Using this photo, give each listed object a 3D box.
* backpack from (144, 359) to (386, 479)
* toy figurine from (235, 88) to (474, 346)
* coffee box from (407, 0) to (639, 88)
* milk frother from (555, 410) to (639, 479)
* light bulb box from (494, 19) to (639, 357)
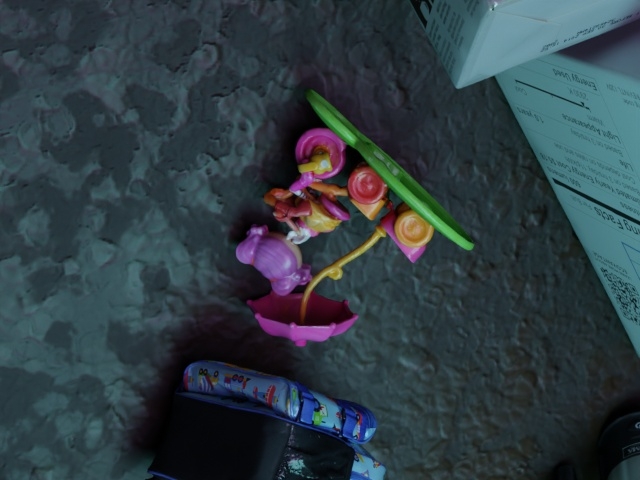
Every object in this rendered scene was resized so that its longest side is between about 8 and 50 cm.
[{"bbox_3d":[-0.022,0.172,1.270,0.173,0.158,0.116,25,78,-41],"label":"backpack"},{"bbox_3d":[0.000,0.000,1.254,0.173,0.130,0.159,43,97,-6],"label":"toy figurine"},{"bbox_3d":[0.105,-0.274,1.100,0.168,0.119,0.297,-23,72,-15],"label":"coffee box"},{"bbox_3d":[0.279,0.248,1.427,0.129,0.134,0.143,-25,116,21],"label":"milk frother"},{"bbox_3d":[0.346,-0.049,1.230,0.225,0.358,0.361,-36,117,-10],"label":"light bulb box"}]
